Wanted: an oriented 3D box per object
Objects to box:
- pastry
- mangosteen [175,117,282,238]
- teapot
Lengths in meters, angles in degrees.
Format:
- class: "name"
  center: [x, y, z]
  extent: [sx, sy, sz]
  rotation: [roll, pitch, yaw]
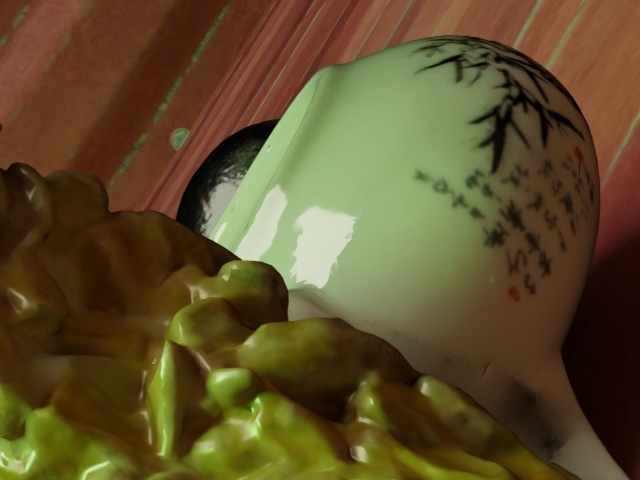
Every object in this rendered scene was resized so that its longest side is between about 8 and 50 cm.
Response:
- class: "pastry"
  center: [-0.018, 0.081, 0.466]
  extent: [0.102, 0.250, 0.154]
  rotation: [-48, -11, -43]
- class: "mangosteen"
  center: [0.000, 0.000, 0.959]
  extent: [0.151, 0.137, 0.137]
  rotation: [-5, 41, 31]
- class: "teapot"
  center: [0.027, 0.039, 0.641]
  extent: [0.208, 0.166, 0.299]
  rotation: [-47, 18, 7]
